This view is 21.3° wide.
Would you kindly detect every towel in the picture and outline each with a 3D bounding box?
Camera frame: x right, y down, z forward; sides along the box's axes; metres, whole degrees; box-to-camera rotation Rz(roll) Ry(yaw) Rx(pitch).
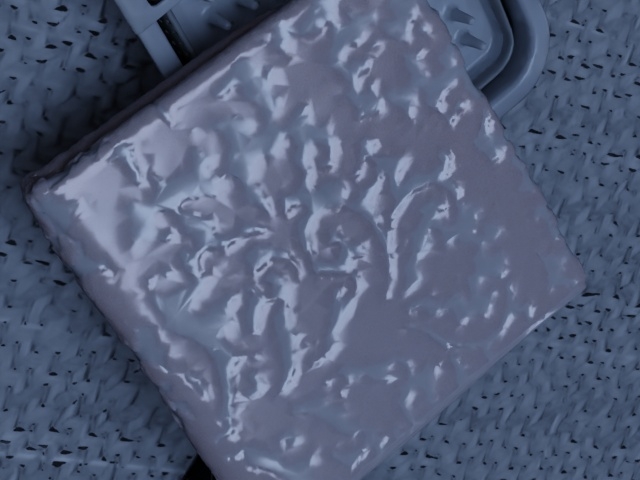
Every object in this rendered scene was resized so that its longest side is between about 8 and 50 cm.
[{"bbox_3d":[0.000,0.000,1.202,0.317,0.053,0.332,-38,116,-13],"label":"towel"}]

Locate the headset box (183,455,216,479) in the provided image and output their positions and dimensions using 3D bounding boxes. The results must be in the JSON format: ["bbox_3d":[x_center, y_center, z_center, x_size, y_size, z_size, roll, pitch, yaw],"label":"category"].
[{"bbox_3d":[-0.013,0.314,1.390,0.293,0.110,0.218,30,92,-36],"label":"headset box"}]

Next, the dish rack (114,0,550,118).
[{"bbox_3d":[0.002,-0.180,1.225,0.285,0.072,0.333,-40,124,-13],"label":"dish rack"}]
